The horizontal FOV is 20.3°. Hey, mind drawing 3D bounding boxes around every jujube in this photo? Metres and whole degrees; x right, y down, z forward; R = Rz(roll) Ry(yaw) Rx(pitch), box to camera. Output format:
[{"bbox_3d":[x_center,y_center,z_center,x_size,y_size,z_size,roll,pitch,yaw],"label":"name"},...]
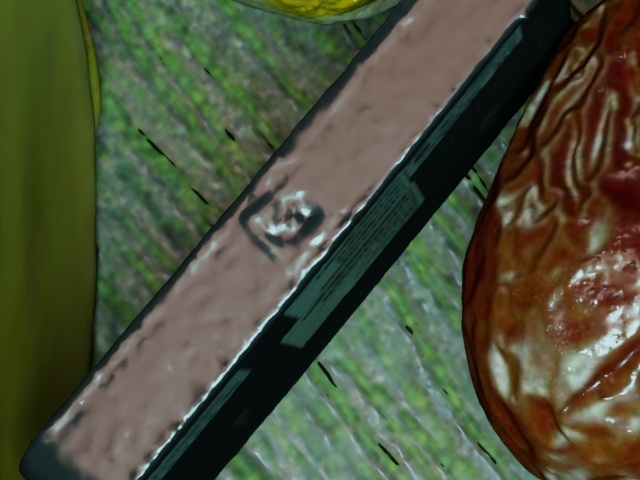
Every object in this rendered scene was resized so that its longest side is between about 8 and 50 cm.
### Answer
[{"bbox_3d":[0.166,0.003,0.901,0.190,0.190,0.255,4,73,8],"label":"jujube"}]

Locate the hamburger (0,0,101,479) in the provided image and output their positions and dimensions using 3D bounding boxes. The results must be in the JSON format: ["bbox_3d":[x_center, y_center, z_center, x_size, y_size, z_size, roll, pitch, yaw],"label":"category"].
[{"bbox_3d":[-0.272,0.001,0.862,0.277,0.396,0.396,3,85,6],"label":"hamburger"}]

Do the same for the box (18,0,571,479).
[{"bbox_3d":[0.000,0.000,0.903,0.058,0.211,0.350,39,91,11],"label":"box"}]

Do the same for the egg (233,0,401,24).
[{"bbox_3d":[-0.022,-0.230,0.917,0.337,0.337,0.201,23,124,9],"label":"egg"}]
